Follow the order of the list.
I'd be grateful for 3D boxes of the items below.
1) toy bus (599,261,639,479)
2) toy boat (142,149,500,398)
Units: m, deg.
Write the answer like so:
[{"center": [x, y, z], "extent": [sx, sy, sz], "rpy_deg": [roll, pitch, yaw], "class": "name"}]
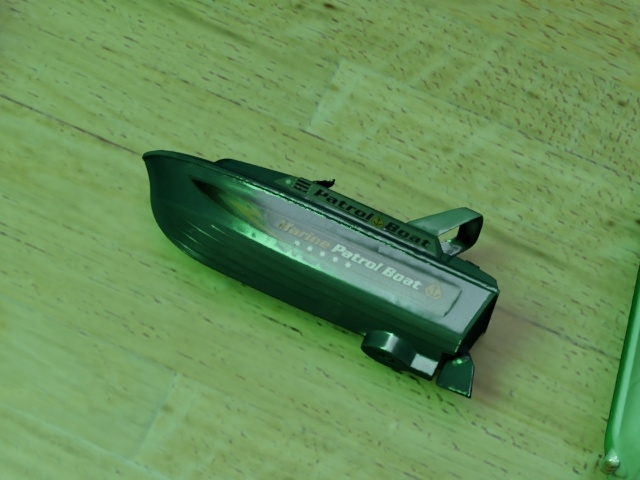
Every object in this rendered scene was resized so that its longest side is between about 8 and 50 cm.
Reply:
[{"center": [0.268, 0.042, 1.016], "extent": [0.165, 0.133, 0.276], "rpy_deg": [14, 64, 3], "class": "toy bus"}, {"center": [0.000, 0.000, 1.042], "extent": [0.246, 0.093, 0.103], "rpy_deg": [25, 73, 8], "class": "toy boat"}]
